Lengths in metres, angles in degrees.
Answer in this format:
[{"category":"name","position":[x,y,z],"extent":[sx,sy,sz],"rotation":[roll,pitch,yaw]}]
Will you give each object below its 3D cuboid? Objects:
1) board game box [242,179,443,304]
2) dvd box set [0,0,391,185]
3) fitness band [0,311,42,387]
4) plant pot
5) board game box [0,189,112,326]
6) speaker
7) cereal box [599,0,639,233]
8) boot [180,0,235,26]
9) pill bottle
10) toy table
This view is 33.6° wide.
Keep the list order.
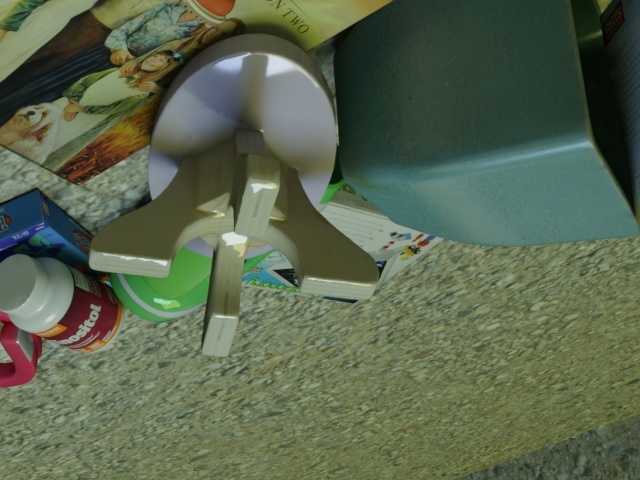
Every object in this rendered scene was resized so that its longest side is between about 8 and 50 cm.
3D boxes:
[{"category":"board game box","position":[0.000,0.000,1.374],"extent":[0.305,0.053,0.193],"rotation":[13,139,-45]},{"category":"dvd box set","position":[-0.143,-0.212,0.890],"extent":[0.420,0.062,0.308],"rotation":[-27,152,17]},{"category":"fitness band","position":[-0.441,0.111,1.249],"extent":[0.209,0.054,0.291],"rotation":[5,155,-5]},{"category":"plant pot","position":[0.154,-0.128,1.047],"extent":[0.252,0.247,0.247],"rotation":[-13,156,22]},{"category":"board game box","position":[-0.341,0.032,1.233],"extent":[0.160,0.047,0.210],"rotation":[-22,153,8]},{"category":"speaker","position":[-0.110,-0.024,1.185],"extent":[0.131,0.131,0.296],"rotation":[13,140,-45]},{"category":"cereal box","position":[0.322,-0.139,0.951],"extent":[0.047,0.240,0.173],"rotation":[-2,163,-10]},{"category":"boot","position":[-0.082,-0.222,0.780],"extent":[0.085,0.059,0.158],"rotation":[-25,150,4]},{"category":"pill bottle","position":[-0.294,0.069,1.183],"extent":[0.086,0.086,0.152],"rotation":[-26,152,15]},{"category":"toy table","position":[-0.076,-0.030,0.968],"extent":[0.252,0.160,0.274],"rotation":[-1,139,-2]}]
